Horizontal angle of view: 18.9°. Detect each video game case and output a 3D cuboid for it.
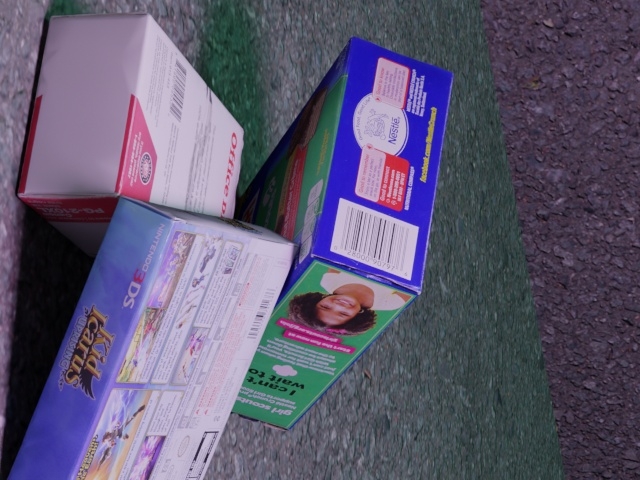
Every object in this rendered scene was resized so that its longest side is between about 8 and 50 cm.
[{"bbox_3d":[-0.139,0.105,1.629,0.269,0.061,0.244,-68,158,4],"label":"video game case"}]

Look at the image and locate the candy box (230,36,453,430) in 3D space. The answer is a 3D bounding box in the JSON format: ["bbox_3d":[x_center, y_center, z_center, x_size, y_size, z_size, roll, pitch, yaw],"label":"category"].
[{"bbox_3d":[0.000,0.000,1.893,0.317,0.122,0.268,127,-21,-52],"label":"candy box"}]

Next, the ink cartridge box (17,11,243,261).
[{"bbox_3d":[-0.160,-0.071,1.692,0.237,0.100,0.172,50,44,-62],"label":"ink cartridge box"}]
